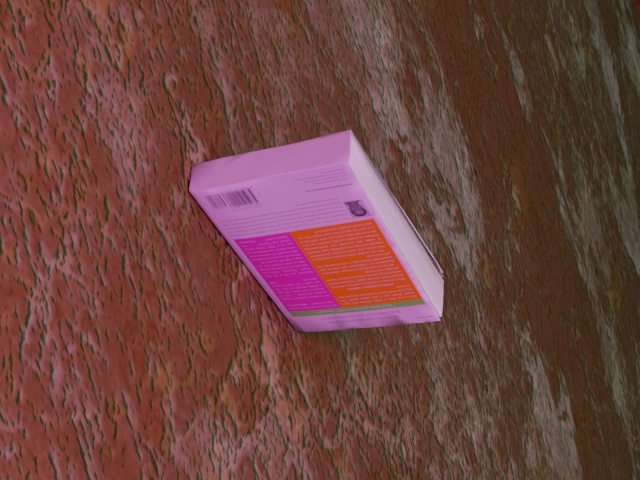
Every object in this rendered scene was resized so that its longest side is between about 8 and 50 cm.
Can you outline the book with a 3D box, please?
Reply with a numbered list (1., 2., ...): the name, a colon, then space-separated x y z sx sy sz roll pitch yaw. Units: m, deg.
1. book: 0.000 0.000 1.087 0.144 0.096 0.035 56 31 -47
